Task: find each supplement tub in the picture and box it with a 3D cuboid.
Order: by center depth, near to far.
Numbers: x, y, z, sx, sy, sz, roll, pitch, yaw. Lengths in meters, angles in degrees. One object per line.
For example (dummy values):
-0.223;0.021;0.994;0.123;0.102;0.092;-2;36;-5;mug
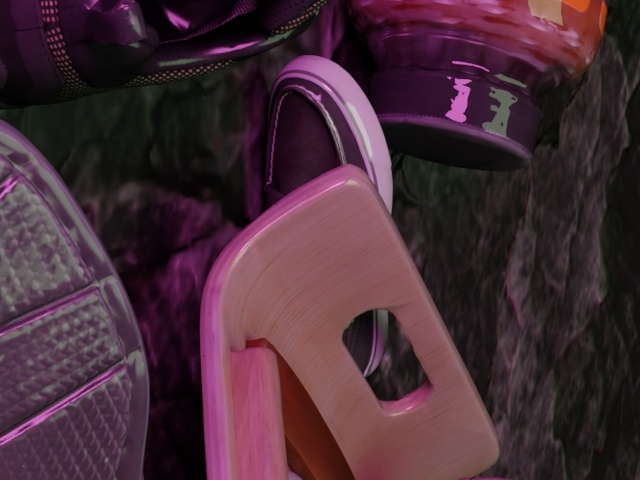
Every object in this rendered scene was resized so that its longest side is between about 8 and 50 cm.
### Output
0.071;-0.131;0.706;0.106;0.106;0.198;29;71;-58;supplement tub

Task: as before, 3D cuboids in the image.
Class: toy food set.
0.044;0.157;0.590;0.219;0.092;0.306;61;17;-52;toy food set

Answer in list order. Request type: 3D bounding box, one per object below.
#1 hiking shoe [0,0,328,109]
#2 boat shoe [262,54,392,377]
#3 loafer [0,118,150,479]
-0.029;-0.089;0.535;0.227;0.114;0.086;-41;131;-49;hiking shoe
0.000;0.000;0.672;0.040;0.049;0.142;-42;133;-48;boat shoe
-0.096;0.079;0.518;0.096;0.084;0.267;-24;117;-20;loafer
